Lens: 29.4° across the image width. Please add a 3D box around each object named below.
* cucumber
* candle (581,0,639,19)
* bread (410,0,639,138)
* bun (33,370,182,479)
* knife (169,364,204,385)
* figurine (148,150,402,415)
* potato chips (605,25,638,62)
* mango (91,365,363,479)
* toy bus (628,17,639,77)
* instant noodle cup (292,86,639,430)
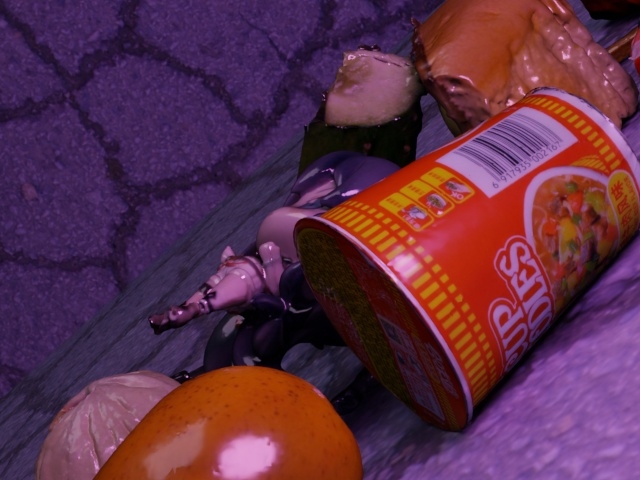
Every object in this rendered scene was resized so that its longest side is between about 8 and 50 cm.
[{"bbox_3d":[0.031,-0.025,1.240,0.145,0.105,0.325,-63,-10,-47],"label":"cucumber"},{"bbox_3d":[0.375,-0.289,1.385,0.302,0.084,0.059,-159,85,-71],"label":"candle"},{"bbox_3d":[0.182,-0.156,1.150,0.162,0.204,0.262,-42,13,15],"label":"bread"},{"bbox_3d":[-0.220,0.218,1.270,0.220,0.134,0.220,-38,6,5],"label":"bun"},{"bbox_3d":[-0.120,0.144,1.385,0.245,0.019,0.072,-27,9,-6],"label":"knife"},{"bbox_3d":[-0.007,0.038,1.043,0.175,0.197,0.265,16,57,48],"label":"figurine"},{"bbox_3d":[0.335,-0.211,1.301,0.204,0.026,0.037,-34,26,32],"label":"potato chips"},{"bbox_3d":[-0.092,0.204,0.830,0.290,0.160,0.191,-48,5,12],"label":"mango"},{"bbox_3d":[0.337,-0.178,1.028,0.174,0.079,0.077,-28,27,53],"label":"toy bus"},{"bbox_3d":[0.117,-0.001,0.877,0.212,0.193,0.193,-37,9,-17],"label":"instant noodle cup"}]
